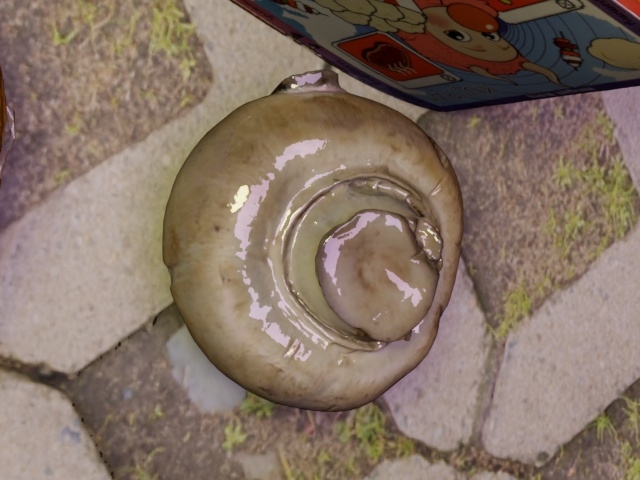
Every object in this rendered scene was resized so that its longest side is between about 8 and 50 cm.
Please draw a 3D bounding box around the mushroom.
[{"bbox_3d":[0.000,0.000,0.999,0.255,0.184,0.254,-4,103,-19],"label":"mushroom"}]

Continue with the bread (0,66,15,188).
[{"bbox_3d":[-0.353,-0.077,0.792,0.358,0.204,0.337,42,78,-25],"label":"bread"}]

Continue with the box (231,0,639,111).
[{"bbox_3d":[0.112,-0.272,0.960,0.319,0.349,0.257,28,77,-27],"label":"box"}]
